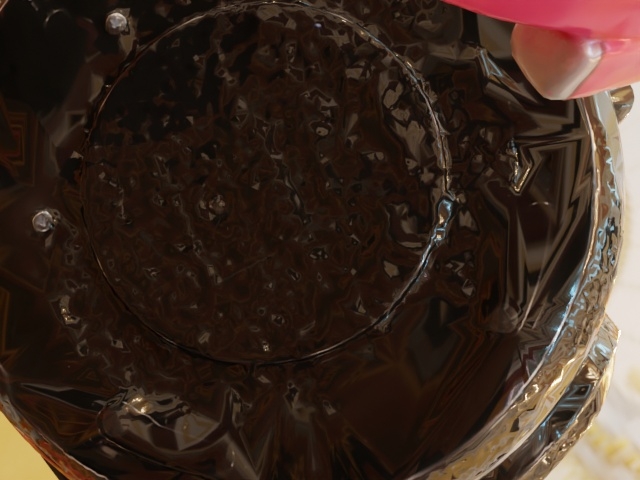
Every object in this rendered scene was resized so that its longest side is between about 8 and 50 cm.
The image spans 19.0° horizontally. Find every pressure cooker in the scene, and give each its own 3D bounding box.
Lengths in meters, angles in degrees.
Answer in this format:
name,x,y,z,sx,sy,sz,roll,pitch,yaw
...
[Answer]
name,x,y,z,sx,sy,sz,roll,pitch,yaw
pressure cooker,-0.002,-0.006,1.139,0.420,0.370,0.375,55,43,-80

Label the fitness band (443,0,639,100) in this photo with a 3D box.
name,x,y,z,sx,sy,sz,roll,pitch,yaw
fitness band,0.077,-0.148,0.591,0.209,0.291,0.054,56,-42,18
